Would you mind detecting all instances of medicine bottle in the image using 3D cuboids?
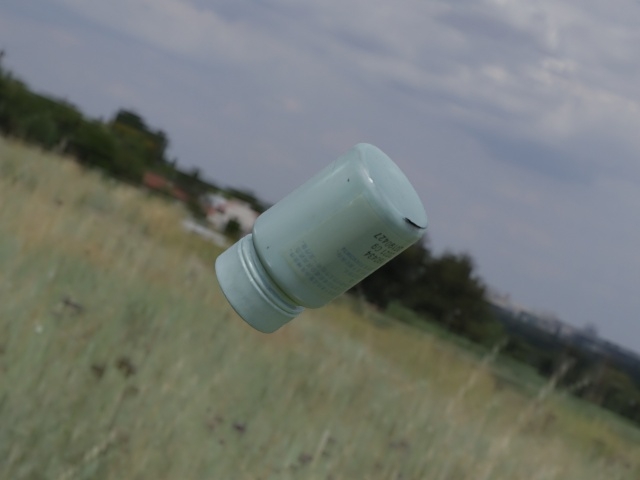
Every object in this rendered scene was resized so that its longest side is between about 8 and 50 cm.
[{"bbox_3d":[0.000,0.000,0.662,0.047,0.083,0.047,44,23,-24],"label":"medicine bottle"}]
